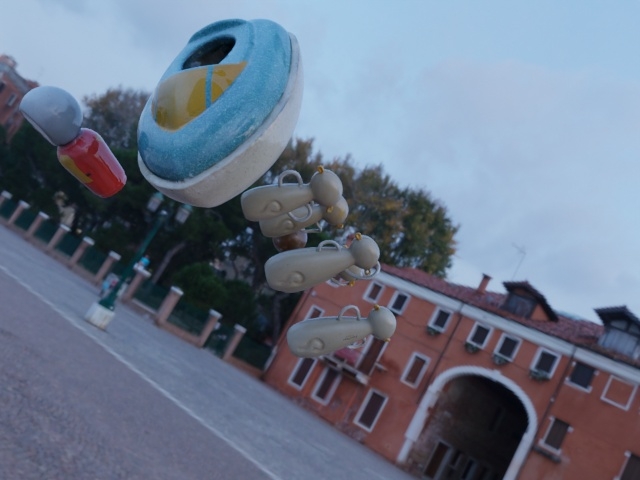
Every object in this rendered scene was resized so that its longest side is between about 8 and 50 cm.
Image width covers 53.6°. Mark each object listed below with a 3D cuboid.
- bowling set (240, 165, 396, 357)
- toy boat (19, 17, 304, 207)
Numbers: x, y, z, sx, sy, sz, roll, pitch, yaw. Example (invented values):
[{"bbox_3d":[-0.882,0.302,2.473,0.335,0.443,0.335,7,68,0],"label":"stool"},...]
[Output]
[{"bbox_3d":[0.000,0.000,0.895,0.200,0.154,0.287,-97,173,-60],"label":"bowling set"},{"bbox_3d":[-0.175,-0.141,0.702,0.318,0.268,0.148,-14,-47,19],"label":"toy boat"}]
